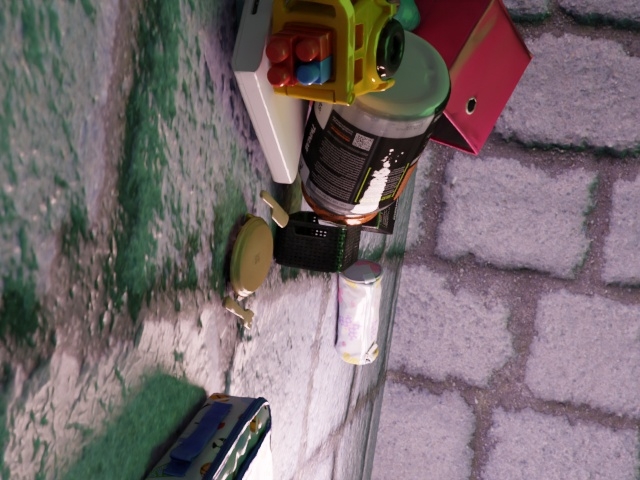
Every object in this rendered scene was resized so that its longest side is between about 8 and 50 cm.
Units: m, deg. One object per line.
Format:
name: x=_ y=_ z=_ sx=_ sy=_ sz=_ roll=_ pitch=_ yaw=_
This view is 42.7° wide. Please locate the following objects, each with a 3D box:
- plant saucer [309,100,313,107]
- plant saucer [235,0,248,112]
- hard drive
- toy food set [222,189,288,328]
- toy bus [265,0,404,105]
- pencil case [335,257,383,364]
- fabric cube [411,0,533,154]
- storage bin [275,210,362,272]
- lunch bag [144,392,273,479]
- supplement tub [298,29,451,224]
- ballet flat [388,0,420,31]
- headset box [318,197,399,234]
plant saucer: x=0.039 y=-0.363 z=1.503 sx=0.332 sy=0.084 sz=0.332 roll=10 pitch=90 yaw=-77
plant saucer: x=-0.095 y=-0.268 z=1.123 sx=0.067 sy=0.018 sz=0.192 roll=-67 pitch=162 yaw=-49
hard drive: x=-0.060 y=-0.239 z=1.159 sx=0.307 sy=0.040 sz=0.202 roll=74 pitch=23 yaw=-67
toy food set: x=-0.110 y=0.025 z=1.230 sx=0.132 sy=0.039 sz=0.192 roll=54 pitch=51 yaw=-63
toy bus: x=0.002 y=-0.277 z=1.023 sx=0.211 sy=0.150 sz=0.220 roll=-41 pitch=138 yaw=-52
pencil case: x=0.097 y=0.180 z=2.061 sx=0.124 sy=0.114 sz=0.273 roll=-104 pitch=-167 yaw=-61
fabric cube: x=0.256 y=-0.377 z=1.753 sx=0.258 sy=0.259 sz=0.254 roll=-59 pitch=141 yaw=-5
storage bin: x=0.000 y=0.000 z=1.486 sx=0.180 sy=0.122 sz=0.084 roll=-24 pitch=121 yaw=-75
lunch bag: x=-0.148 y=0.354 z=1.102 sx=0.303 sy=0.115 sz=0.243 roll=-54 pitch=149 yaw=-66
supplement tub: x=0.072 y=-0.171 z=1.316 sx=0.316 sy=0.194 sz=0.193 roll=112 pitch=-4 yaw=-54
ballet flat: x=0.124 y=-0.531 z=1.654 sx=0.087 sy=0.083 sz=0.247 roll=-2 pitch=64 yaw=-45
headset box: x=0.096 y=-0.147 z=1.794 sx=0.283 sy=0.131 sz=0.246 roll=15 pitch=83 yaw=-77
